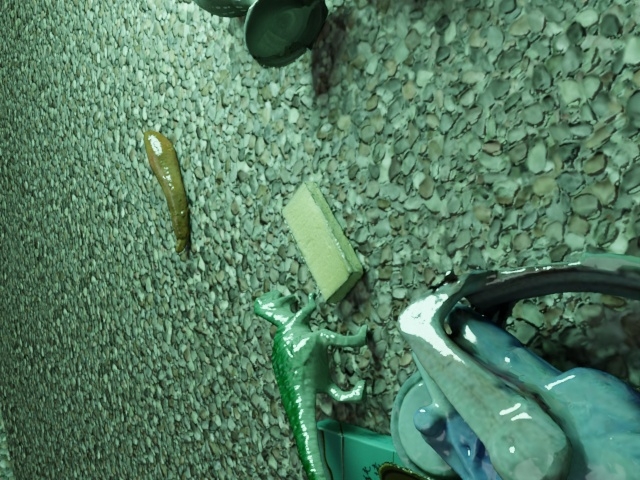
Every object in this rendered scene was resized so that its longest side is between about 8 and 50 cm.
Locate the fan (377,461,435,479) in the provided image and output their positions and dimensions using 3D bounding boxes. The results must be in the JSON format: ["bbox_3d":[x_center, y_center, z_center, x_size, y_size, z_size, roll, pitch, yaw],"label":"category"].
[{"bbox_3d":[0.114,0.285,0.608,0.230,0.011,0.335,56,156,-12],"label":"fan"}]

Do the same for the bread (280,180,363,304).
[{"bbox_3d":[0.000,0.000,0.831,0.068,0.028,0.154,-51,56,38],"label":"bread"}]

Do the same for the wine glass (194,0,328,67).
[{"bbox_3d":[-0.105,-0.336,0.851,0.241,0.126,0.126,49,127,32],"label":"wine glass"}]

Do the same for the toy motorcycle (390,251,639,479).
[{"bbox_3d":[0.199,0.134,0.497,0.319,0.182,0.241,28,115,38],"label":"toy motorcycle"}]

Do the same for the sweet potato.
[{"bbox_3d":[-0.250,-0.086,1.096,0.050,0.050,0.214,-24,81,47],"label":"sweet potato"}]

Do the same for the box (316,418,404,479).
[{"bbox_3d":[0.076,0.310,0.760,0.229,0.041,0.162,0,93,48],"label":"box"}]

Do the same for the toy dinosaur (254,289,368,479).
[{"bbox_3d":[0.016,0.169,0.760,0.383,0.129,0.076,-115,2,-51],"label":"toy dinosaur"}]
